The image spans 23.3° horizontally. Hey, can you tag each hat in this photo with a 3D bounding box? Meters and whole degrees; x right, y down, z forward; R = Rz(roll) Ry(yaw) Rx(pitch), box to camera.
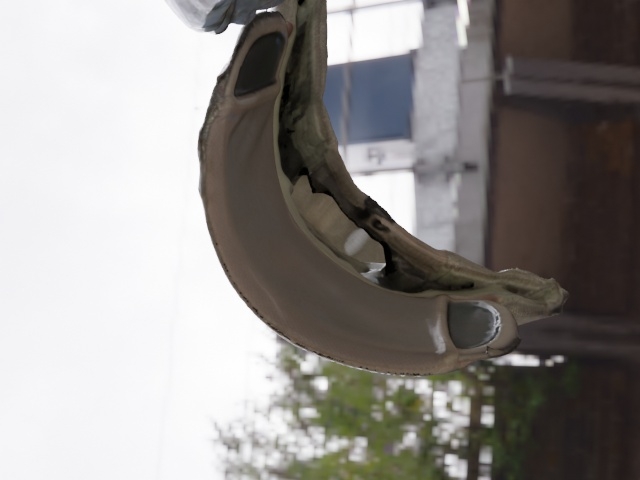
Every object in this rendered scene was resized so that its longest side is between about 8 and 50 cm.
[{"bbox_3d":[0.000,0.000,0.759,0.219,0.164,0.226,52,-137,-3],"label":"hat"}]

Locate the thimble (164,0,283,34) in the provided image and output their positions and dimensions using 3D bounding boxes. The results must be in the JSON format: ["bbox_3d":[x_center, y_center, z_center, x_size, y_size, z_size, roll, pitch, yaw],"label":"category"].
[{"bbox_3d":[-0.025,-0.155,0.564,0.127,0.151,0.118,-33,-88,-8],"label":"thimble"}]
